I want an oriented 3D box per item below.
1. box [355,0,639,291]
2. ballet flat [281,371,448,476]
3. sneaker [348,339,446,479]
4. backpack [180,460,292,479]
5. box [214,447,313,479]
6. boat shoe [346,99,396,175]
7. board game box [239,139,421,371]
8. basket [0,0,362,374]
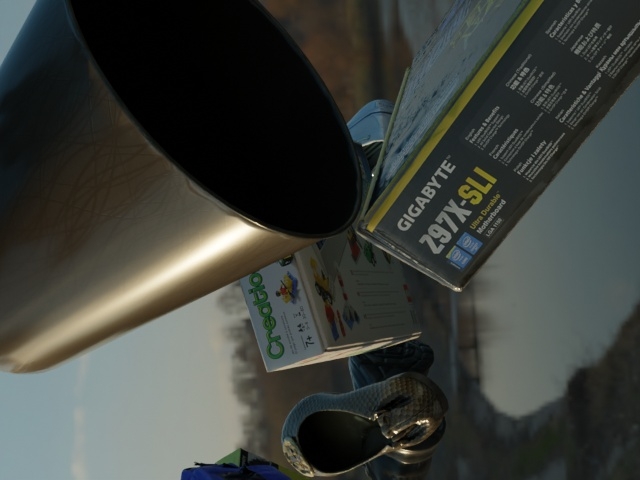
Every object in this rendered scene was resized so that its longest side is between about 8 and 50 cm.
[{"bbox_3d":[0.151,-0.158,0.749,0.322,0.079,0.257,-54,6,29],"label":"box"},{"bbox_3d":[0.027,0.180,1.200,0.084,0.058,0.250,51,144,-7],"label":"ballet flat"},{"bbox_3d":[0.076,0.203,1.512,0.286,0.109,0.130,-86,6,-67],"label":"sneaker"},{"bbox_3d":[-0.076,0.257,1.238,0.101,0.120,0.097,36,111,44],"label":"backpack"},{"bbox_3d":[-0.030,0.347,1.629,0.058,0.232,0.087,-35,37,37],"label":"box"},{"bbox_3d":[0.037,-0.110,1.814,0.226,0.083,0.075,129,154,-50],"label":"boat shoe"},{"bbox_3d":[0.000,0.000,1.055,0.305,0.053,0.192,7,-116,-72],"label":"board game box"},{"bbox_3d":[-0.122,-0.028,0.723,0.204,0.227,0.154,48,-143,-4],"label":"basket"}]
